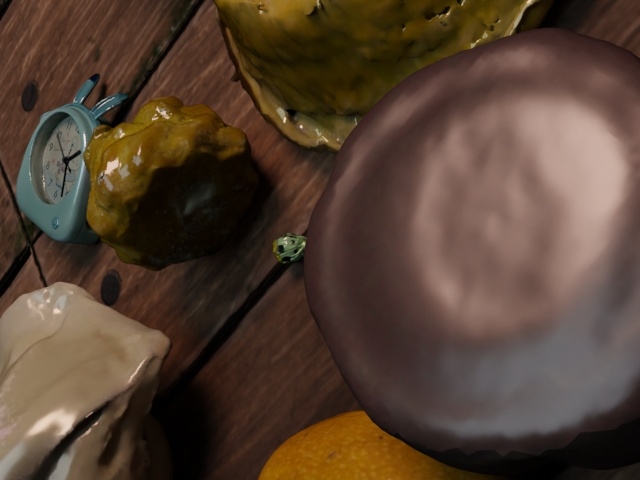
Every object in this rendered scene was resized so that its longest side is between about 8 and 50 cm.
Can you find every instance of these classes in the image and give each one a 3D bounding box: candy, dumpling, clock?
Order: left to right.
[{"bbox_3d":[-0.232,0.191,0.906,0.243,0.187,0.318,34,112,38],"label":"dumpling"},{"bbox_3d":[-0.223,-0.077,1.032,0.108,0.045,0.147,35,108,41],"label":"clock"},{"bbox_3d":[0.000,0.000,0.820,0.083,0.023,0.025,-14,118,37],"label":"candy"}]

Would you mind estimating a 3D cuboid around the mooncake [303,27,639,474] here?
[{"bbox_3d":[0.111,0.009,0.601,0.245,0.133,0.245,-10,69,27],"label":"mooncake"}]

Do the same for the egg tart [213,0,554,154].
[{"bbox_3d":[0.018,-0.226,0.756,0.345,0.132,0.345,-4,84,43],"label":"egg tart"}]

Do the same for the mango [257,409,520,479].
[{"bbox_3d":[0.071,0.204,0.654,0.295,0.120,0.177,25,103,43],"label":"mango"}]

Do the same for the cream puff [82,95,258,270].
[{"bbox_3d":[-0.121,-0.053,0.866,0.116,0.146,0.146,51,119,37],"label":"cream puff"}]
